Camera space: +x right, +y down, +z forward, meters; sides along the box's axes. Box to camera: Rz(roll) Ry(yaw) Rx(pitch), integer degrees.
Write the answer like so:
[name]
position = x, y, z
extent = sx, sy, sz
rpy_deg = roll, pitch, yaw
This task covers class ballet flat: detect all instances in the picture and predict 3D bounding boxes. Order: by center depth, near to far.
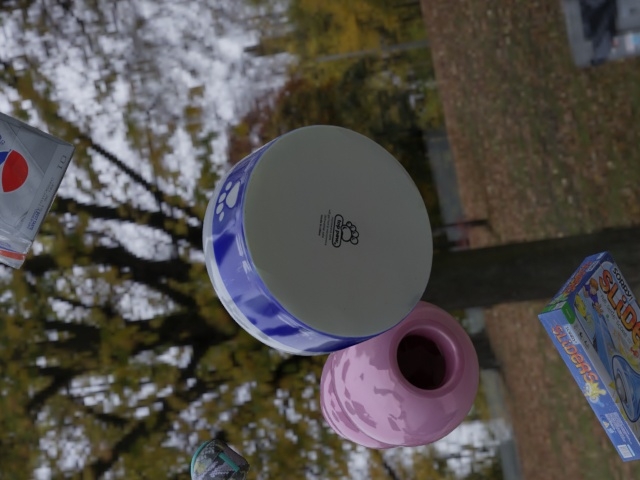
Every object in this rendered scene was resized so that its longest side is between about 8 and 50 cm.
[ballet flat]
position = -0.056, 0.166, 0.670
extent = 0.041, 0.041, 0.114
rpy_deg = -85, -1, -47

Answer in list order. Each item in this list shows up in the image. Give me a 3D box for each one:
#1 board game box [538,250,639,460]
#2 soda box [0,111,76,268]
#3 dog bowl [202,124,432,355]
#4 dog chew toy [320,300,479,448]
[board game box]
position = 0.339, 0.131, 1.293
extent = 0.136, 0.035, 0.201
rpy_deg = -41, -77, -43
[soda box]
position = -0.306, -0.042, 1.083
extent = 0.098, 0.091, 0.286
rpy_deg = -69, 14, -13
[dog bowl]
position = 0.000, 0.000, 1.344
extent = 0.104, 0.265, 0.264
rpy_deg = -27, 65, 57
[dog chew toy]
position = 0.094, 0.211, 1.632
extent = 0.332, 0.207, 0.206
rpy_deg = 129, 140, -64
